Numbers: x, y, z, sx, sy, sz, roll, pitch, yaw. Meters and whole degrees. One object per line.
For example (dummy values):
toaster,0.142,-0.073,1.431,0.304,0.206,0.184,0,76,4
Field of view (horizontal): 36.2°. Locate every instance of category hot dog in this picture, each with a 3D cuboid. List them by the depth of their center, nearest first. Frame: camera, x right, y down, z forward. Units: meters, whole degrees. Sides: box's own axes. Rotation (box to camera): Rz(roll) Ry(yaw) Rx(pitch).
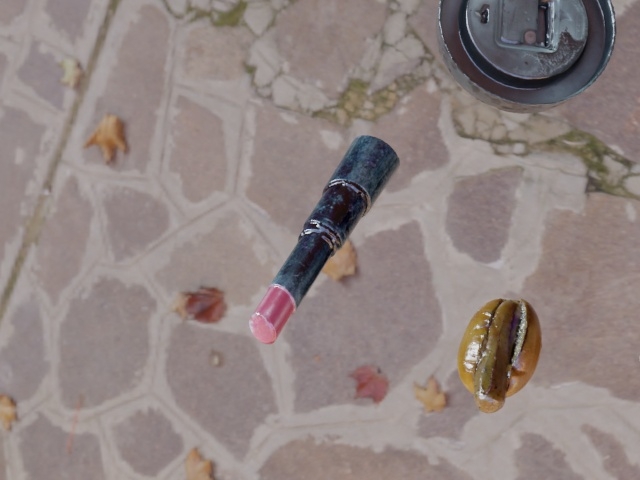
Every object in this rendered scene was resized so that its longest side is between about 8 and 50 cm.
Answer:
hot dog,0.193,0.124,1.073,0.090,0.060,0.140,15,69,30

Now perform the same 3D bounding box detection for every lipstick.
lipstick,0.000,0.000,0.920,0.053,0.053,0.234,10,54,35

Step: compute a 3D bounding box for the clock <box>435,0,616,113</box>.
clock,0.243,-0.256,1.173,0.215,0.042,0.214,1,78,-5
